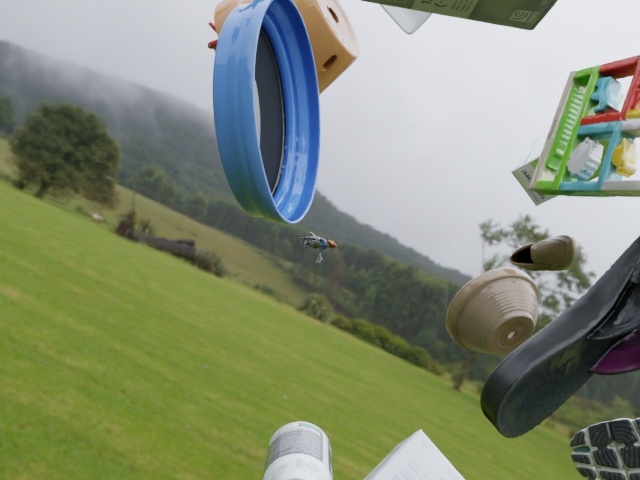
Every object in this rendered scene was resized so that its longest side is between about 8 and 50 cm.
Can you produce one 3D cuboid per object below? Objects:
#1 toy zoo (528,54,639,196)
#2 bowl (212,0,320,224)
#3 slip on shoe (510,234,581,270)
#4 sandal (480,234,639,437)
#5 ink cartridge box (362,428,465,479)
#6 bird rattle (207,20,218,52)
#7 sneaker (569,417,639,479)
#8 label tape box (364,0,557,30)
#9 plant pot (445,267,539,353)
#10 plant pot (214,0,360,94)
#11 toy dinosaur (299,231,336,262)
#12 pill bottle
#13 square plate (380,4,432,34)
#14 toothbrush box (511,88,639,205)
[{"bbox_3d":[0.397,-0.149,0.913,0.030,0.192,0.293,21,-3,-18],"label":"toy zoo"},{"bbox_3d":[-0.084,-0.222,1.221,0.077,0.390,0.391,0,-8,15],"label":"bowl"},{"bbox_3d":[0.332,0.020,1.042,0.041,0.051,0.135,3,-5,-16],"label":"slip on shoe"},{"bbox_3d":[0.410,0.114,0.919,0.107,0.446,0.167,45,-5,47],"label":"sandal"},{"bbox_3d":[0.222,0.635,1.563,0.309,0.272,0.130,49,-40,11],"label":"ink cartridge box"},{"bbox_3d":[-0.172,-0.497,1.790,0.254,0.143,0.207,35,-1,-5],"label":"bird rattle"},{"bbox_3d":[0.490,0.287,0.969,0.276,0.106,0.110,-14,-13,22],"label":"sneaker"},{"bbox_3d":[0.123,-0.420,0.873,0.348,0.249,0.115,7,-19,-6],"label":"label tape box"},{"bbox_3d":[0.427,0.189,1.667,0.237,0.237,0.109,22,22,-31],"label":"plant pot"},{"bbox_3d":[-0.053,-0.422,1.472,0.204,0.290,0.291,-26,-25,23],"label":"plant pot"},{"bbox_3d":[0.000,0.000,1.423,0.082,0.090,0.047,0,-51,25],"label":"toy dinosaur"},{"bbox_3d":[-0.066,0.691,2.064,0.204,0.204,0.361,21,7,-3],"label":"pill bottle"},{"bbox_3d":[0.199,-0.665,1.452,0.344,0.347,0.049,49,18,7],"label":"square plate"},{"bbox_3d":[0.655,-0.231,1.772,0.122,0.206,0.283,51,-44,-7],"label":"toothbrush box"}]
